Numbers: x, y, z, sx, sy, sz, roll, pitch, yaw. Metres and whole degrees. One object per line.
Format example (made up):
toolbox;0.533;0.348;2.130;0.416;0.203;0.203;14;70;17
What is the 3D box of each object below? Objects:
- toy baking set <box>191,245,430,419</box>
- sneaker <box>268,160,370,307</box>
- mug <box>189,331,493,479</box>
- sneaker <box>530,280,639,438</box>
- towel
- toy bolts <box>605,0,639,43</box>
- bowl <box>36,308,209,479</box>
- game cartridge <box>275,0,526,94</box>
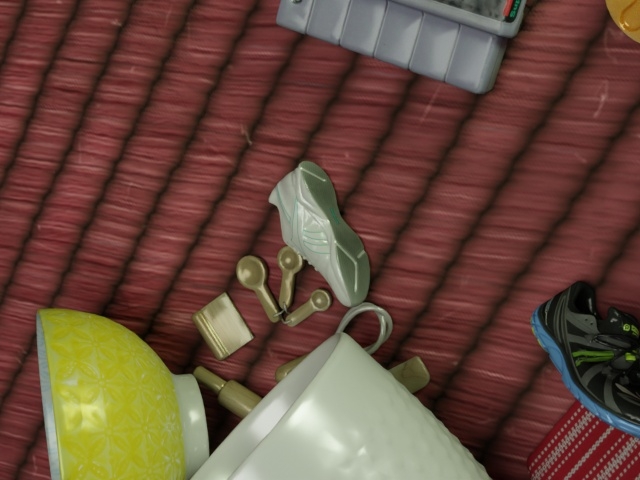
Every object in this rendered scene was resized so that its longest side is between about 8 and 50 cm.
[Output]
toy baking set;-0.023;0.120;1.215;0.256;0.030;0.197;34;112;17
sneaker;0.000;0.000;1.174;0.061;0.053;0.152;-31;78;33
mug;0.015;0.326;1.092;0.328;0.276;0.374;43;109;-2
sneaker;0.249;0.102;1.018;0.078;0.067;0.188;-49;38;17
towel;0.280;0.223;0.989;0.199;0.031;0.275;-55;30;23
toy bolts;0.302;-0.162;0.898;0.218;0.158;0.228;-29;93;50
bowl;-0.203;0.206;1.230;0.156;0.289;0.290;-6;99;-15
game cartridge;0.105;-0.332;1.054;0.230;0.068;0.355;24;109;25
